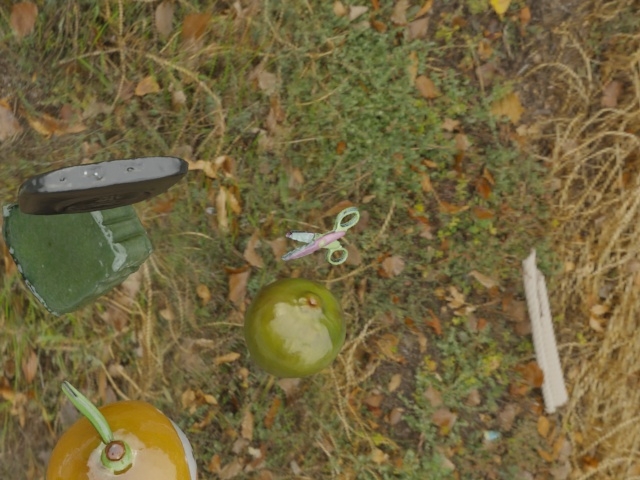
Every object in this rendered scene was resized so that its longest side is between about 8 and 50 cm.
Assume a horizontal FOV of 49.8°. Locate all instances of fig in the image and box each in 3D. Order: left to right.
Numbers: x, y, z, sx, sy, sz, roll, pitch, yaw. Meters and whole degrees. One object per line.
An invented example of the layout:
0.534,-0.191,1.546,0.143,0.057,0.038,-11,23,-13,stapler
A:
-0.054,0.181,1.407,0.207,0.230,0.207,3,68,-8,fig

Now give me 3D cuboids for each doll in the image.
-0.266,0.306,0.911,0.213,0.236,0.214,1,54,-2,doll

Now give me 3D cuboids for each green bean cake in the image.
-0.433,-0.004,1.211,0.227,0.125,0.223,-31,91,21,green bean cake

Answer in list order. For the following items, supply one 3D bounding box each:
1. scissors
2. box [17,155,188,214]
0.000,0.000,1.372,0.187,0.020,0.134,-10,124,-41,scissors
-0.293,-0.068,0.928,0.212,0.201,0.042,-10,86,-24,box
